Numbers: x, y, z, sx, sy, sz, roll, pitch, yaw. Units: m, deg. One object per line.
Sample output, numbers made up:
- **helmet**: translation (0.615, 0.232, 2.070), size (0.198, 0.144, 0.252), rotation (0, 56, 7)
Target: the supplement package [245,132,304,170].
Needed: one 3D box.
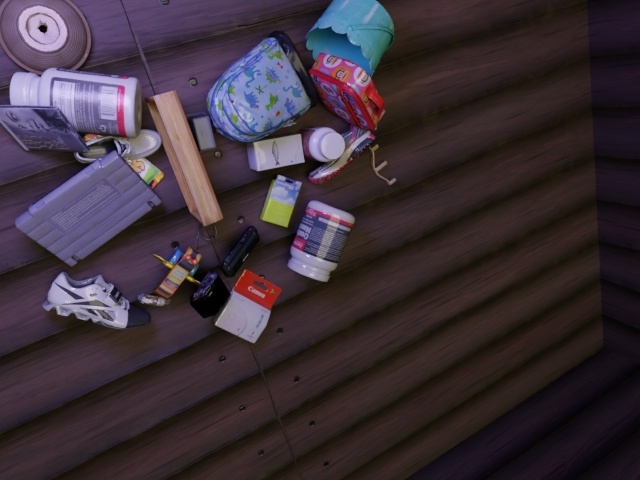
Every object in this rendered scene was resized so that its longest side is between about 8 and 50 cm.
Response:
- **supplement package**: translation (-0.162, -0.317, 1.704), size (0.180, 0.105, 0.105), rotation (-16, 111, -21)

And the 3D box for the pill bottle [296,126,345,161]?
- **pill bottle**: translation (-0.002, -0.344, 1.711), size (0.121, 0.216, 0.121), rotation (-7, 107, -24)

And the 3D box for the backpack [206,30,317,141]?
- **backpack**: translation (-0.200, -0.475, 1.573), size (0.356, 0.273, 0.290), rotation (-31, 119, -7)

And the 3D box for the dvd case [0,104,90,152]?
- **dvd case**: translation (-0.782, -0.308, 1.332), size (0.164, 0.222, 0.018), rotation (76, 22, -56)

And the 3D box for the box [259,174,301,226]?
- **box**: translation (-0.148, -0.149, 1.791), size (0.109, 0.042, 0.178), rotation (16, 96, -29)

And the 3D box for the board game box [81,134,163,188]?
- **board game box**: translation (-0.639, -0.247, 1.532), size (0.259, 0.039, 0.124), rotation (42, 83, -31)

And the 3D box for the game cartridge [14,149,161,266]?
- **game cartridge**: translation (-0.703, -0.097, 1.469), size (0.355, 0.068, 0.230), rotation (-37, 134, -5)

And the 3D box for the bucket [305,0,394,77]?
- **bucket**: translation (0.107, -0.696, 1.647), size (0.281, 0.281, 0.183), rotation (36, 81, -29)

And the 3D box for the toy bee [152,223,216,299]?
- **toy bee**: translation (-0.470, 0.075, 1.625), size (0.196, 0.162, 0.298), rotation (15, 95, -17)

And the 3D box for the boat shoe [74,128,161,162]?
- **boat shoe**: translation (-0.613, -0.281, 1.468), size (0.258, 0.084, 0.095), rotation (-21, 110, -21)

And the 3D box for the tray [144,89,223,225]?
- **tray**: translation (-0.434, -0.263, 1.529), size (0.076, 0.203, 0.410), rotation (-26, 114, -20)

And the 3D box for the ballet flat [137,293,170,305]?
- **ballet flat**: translation (-0.582, 0.213, 1.680), size (0.115, 0.041, 0.041), rotation (14, 97, -29)

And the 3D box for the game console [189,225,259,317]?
- **game console**: translation (-0.329, 0.111, 1.721), size (0.044, 0.213, 0.361), rotation (29, 69, 13)

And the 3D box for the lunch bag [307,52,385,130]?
- **lunch bag**: translation (0.110, -0.503, 1.656), size (0.120, 0.258, 0.293), rotation (-56, 152, -3)

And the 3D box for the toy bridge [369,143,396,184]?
- **toy bridge**: translation (0.241, -0.303, 1.950), size (0.063, 0.026, 0.188), rotation (-39, 117, -11)

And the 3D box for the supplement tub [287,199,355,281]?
- **supplement tub**: translation (0.000, 0.000, 1.820), size (0.191, 0.191, 0.272), rotation (20, 94, -29)

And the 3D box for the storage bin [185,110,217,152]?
- **storage bin**: translation (-0.387, -0.357, 1.591), size (0.098, 0.091, 0.135), rotation (-18, 112, -21)

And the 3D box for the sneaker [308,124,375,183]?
- **sneaker**: translation (0.067, -0.326, 1.822), size (0.299, 0.121, 0.112), rotation (-42, 88, -9)

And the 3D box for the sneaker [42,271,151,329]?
- **sneaker**: translation (-0.705, 0.194, 1.567), size (0.331, 0.122, 0.146), rotation (21, 96, -29)

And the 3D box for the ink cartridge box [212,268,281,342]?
- **ink cartridge box**: translation (-0.272, 0.255, 1.836), size (0.189, 0.066, 0.232), rotation (34, 92, -29)

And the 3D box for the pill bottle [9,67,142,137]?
- **pill bottle**: translation (-0.688, -0.395, 1.371), size (0.319, 0.176, 0.176), rotation (4, 102, -13)

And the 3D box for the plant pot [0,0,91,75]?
- **plant pot**: translation (-0.769, -0.580, 1.335), size (0.238, 0.110, 0.237), rotation (-7, 108, -24)
